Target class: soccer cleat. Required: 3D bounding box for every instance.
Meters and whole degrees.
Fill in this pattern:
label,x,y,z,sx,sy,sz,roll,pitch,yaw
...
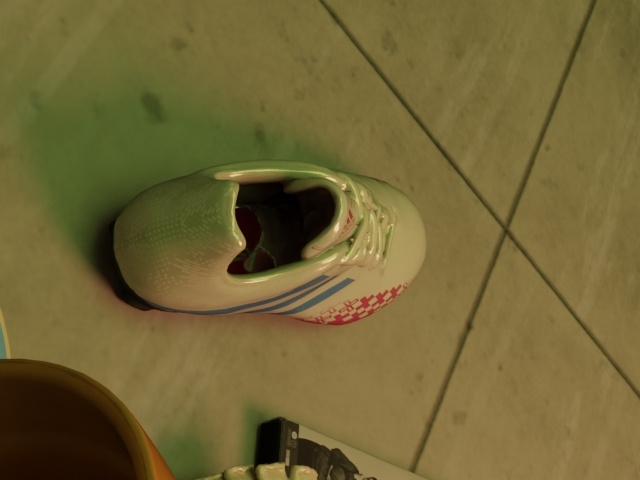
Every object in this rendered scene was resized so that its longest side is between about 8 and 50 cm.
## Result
label,x,y,z,sx,sy,sz,roll,pitch,yaw
soccer cleat,0.000,0.000,1.208,0.331,0.143,0.116,-5,78,-50

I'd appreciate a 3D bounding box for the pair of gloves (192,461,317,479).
label,x,y,z,sx,sy,sz,roll,pitch,yaw
pair of gloves,-0.089,0.240,1.063,0.240,0.042,0.204,7,70,-37

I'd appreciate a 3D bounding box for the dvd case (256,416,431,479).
label,x,y,z,sx,sy,sz,roll,pitch,yaw
dvd case,0.040,0.251,1.238,0.238,0.029,0.179,29,54,-39

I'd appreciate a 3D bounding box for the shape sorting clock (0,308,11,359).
label,x,y,z,sx,sy,sz,roll,pitch,yaw
shape sorting clock,-0.262,0.069,0.960,0.206,0.040,0.206,22,58,-42

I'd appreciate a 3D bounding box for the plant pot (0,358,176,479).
label,x,y,z,sx,sy,sz,roll,pitch,yaw
plant pot,-0.164,0.233,0.842,0.203,0.291,0.291,57,38,-40
